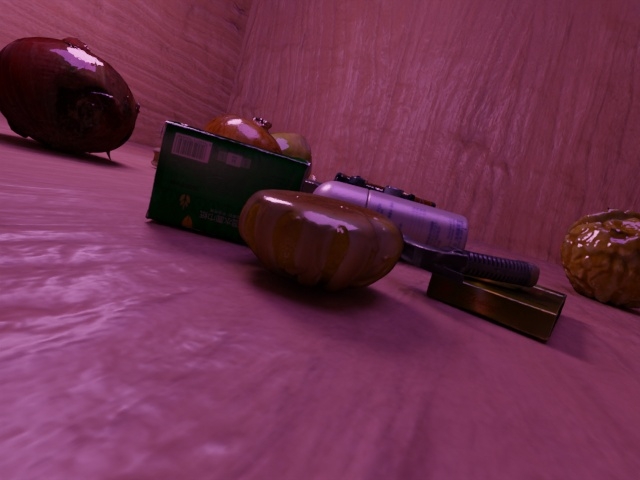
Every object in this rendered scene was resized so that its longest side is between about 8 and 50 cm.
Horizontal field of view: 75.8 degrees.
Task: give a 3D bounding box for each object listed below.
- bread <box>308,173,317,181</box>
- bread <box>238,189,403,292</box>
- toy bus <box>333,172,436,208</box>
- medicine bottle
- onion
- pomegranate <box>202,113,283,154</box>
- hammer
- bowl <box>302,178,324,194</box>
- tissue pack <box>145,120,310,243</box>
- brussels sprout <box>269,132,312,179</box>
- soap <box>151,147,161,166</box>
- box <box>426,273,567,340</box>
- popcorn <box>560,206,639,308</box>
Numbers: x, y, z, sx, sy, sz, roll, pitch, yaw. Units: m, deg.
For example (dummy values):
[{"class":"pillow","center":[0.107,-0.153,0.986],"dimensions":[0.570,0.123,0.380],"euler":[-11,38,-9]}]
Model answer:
[{"class":"bread","center":[-0.055,-0.170,1.440],"dimensions":[0.086,0.125,0.156],"euler":[-12,27,-33]},{"class":"bread","center":[0.000,0.000,0.507],"dimensions":[0.213,0.105,0.213],"euler":[15,14,-4]},{"class":"toy bus","center":[0.187,-0.104,1.327],"dimensions":[0.194,0.162,0.323],"euler":[8,13,-43]},{"class":"medicine bottle","center":[0.138,-0.037,0.908],"dimensions":[0.340,0.131,0.130],"euler":[15,9,-1]},{"class":"onion","center":[-0.685,-0.376,1.125],"dimensions":[0.353,0.354,0.354],"euler":[15,9,-2]},{"class":"pomegranate","center":[-0.204,-0.207,1.036],"dimensions":[0.247,0.249,0.248],"euler":[15,9,-2]},{"class":"hammer","center":[0.232,0.036,0.624],"dimensions":[0.226,0.041,0.159],"euler":[11,9,-16]},{"class":"bowl","center":[0.019,-0.093,1.104],"dimensions":[0.211,0.112,0.211],"euler":[15,8,-2]},{"class":"tissue pack","center":[-0.138,-0.085,0.652],"dimensions":[0.208,0.148,0.156],"euler":[14,10,-9]},{"class":"brussels sprout","center":[-0.169,-0.234,1.323],"dimensions":[0.294,0.227,0.259],"euler":[-20,34,-21]},{"class":"soap","center":[-0.448,-0.251,1.395],"dimensions":[0.231,0.073,0.140],"euler":[22,12,32]},{"class":"box","center":[0.312,0.090,0.697],"dimensions":[0.172,0.043,0.311],"euler":[21,10,32]},{"class":"popcorn","center":[0.840,0.047,1.186],"dimensions":[0.281,0.247,0.282],"euler":[7,47,-7]}]
